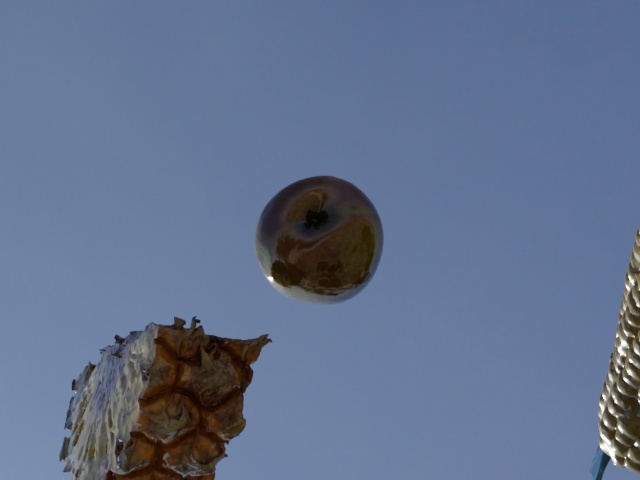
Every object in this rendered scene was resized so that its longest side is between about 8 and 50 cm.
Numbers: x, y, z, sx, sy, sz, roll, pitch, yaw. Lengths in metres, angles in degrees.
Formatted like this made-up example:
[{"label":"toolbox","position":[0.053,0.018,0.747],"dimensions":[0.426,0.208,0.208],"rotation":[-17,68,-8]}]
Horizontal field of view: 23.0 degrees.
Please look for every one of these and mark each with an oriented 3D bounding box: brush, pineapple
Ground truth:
[{"label":"brush","position":[0.223,0.207,1.286],"dimensions":[0.014,0.164,0.051],"rotation":[21,-41,7]},{"label":"pineapple","position":[-0.117,0.136,1.059],"dimensions":[0.080,0.233,0.135],"rotation":[17,-112,-20]}]

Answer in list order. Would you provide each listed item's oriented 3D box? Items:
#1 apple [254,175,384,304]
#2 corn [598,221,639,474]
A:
[{"label":"apple","position":[0.000,0.000,1.074],"dimensions":[0.089,0.089,0.074],"rotation":[-39,-26,-1]},{"label":"corn","position":[0.268,0.018,1.079],"dimensions":[0.120,0.120,0.363],"rotation":[-3,-53,-18]}]
